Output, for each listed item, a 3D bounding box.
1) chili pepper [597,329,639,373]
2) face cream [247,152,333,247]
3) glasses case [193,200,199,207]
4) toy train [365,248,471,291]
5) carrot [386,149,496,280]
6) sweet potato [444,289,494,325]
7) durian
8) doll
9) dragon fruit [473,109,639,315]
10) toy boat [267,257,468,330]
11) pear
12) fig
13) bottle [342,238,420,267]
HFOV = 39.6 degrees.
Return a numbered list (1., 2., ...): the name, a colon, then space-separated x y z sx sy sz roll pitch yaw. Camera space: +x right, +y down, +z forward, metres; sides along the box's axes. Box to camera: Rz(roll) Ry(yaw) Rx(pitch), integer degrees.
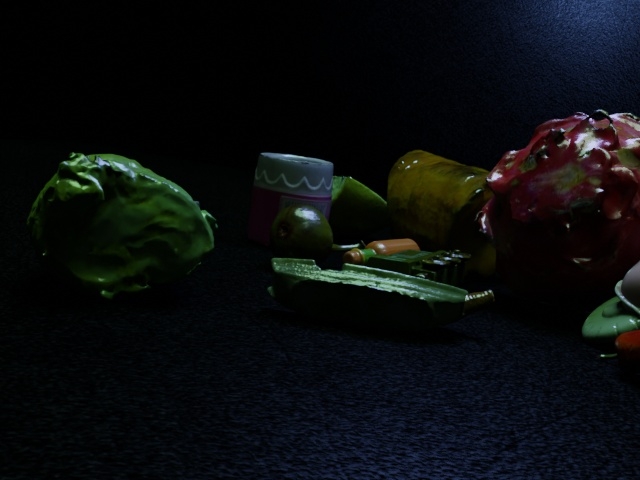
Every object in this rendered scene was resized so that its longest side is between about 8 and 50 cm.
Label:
1. chili pepper: 0.458 0.145 1.173 0.071 0.063 0.272 -9 -5 -23
2. face cream: -0.064 -0.085 1.937 0.175 0.194 0.175 9 9 -1
3. glasses case: -0.326 -0.060 2.029 0.071 0.047 0.205 4 8 0
4. toy train: 0.177 0.060 1.557 0.137 0.090 0.225 8 7 25
5. carrot: 0.280 -0.054 1.921 0.242 0.241 0.341 4 11 -27
6. sweet potato: 0.104 0.090 1.354 0.315 0.066 0.072 6 1 6
7. durian: -0.293 -0.015 1.297 0.256 0.204 0.340 20 -5 -19
8. doll: 0.575 0.112 1.385 0.268 0.216 0.284 -29 12 -35
9. dragon fruit: 0.451 -0.052 1.588 0.386 0.370 0.249 -8 -11 32
10. toy boat: 0.066 0.082 1.282 0.293 0.093 0.055 8 26 2
11. pear: 0.058 -0.066 2.200 0.239 0.139 0.288 21 -5 -33
12. fig: 0.000 0.000 1.706 0.124 0.124 0.236 15 4 38
13. bottle: 0.117 0.034 1.752 0.187 0.069 0.069 -4 14 -44
